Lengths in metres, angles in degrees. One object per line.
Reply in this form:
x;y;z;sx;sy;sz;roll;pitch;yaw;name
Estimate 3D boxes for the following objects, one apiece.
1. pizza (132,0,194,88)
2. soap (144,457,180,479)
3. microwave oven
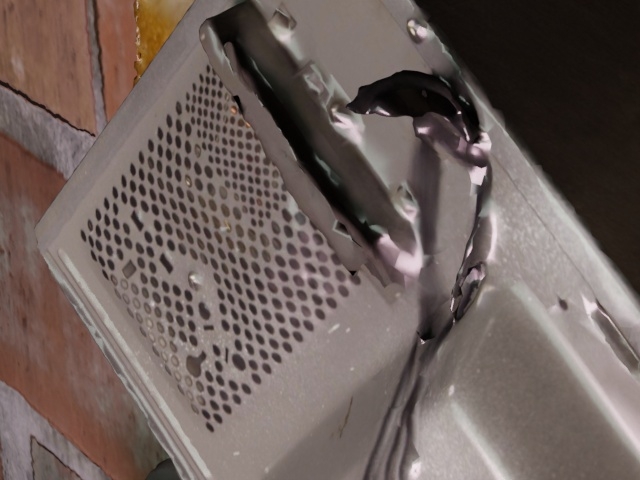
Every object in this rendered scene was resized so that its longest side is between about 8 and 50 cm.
0.012;-0.015;1.090;0.392;0.080;0.435;37;137;39;pizza
-0.018;0.344;1.217;0.435;0.213;0.350;2;111;55;soap
0.152;0.071;0.659;0.432;0.374;0.236;56;135;13;microwave oven
